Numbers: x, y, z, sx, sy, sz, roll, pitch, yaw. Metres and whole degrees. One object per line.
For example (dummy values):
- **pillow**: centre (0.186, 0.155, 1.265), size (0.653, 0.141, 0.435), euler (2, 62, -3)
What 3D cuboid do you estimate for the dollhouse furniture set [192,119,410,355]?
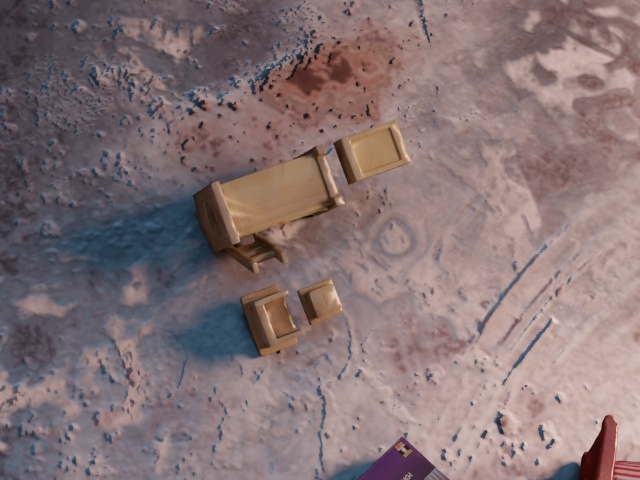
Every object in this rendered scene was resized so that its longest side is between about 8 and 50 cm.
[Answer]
- **dollhouse furniture set**: centre (0.000, 0.000, 1.724), size (0.182, 0.101, 0.161), euler (-19, 90, -15)

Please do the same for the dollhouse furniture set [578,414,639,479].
- **dollhouse furniture set**: centre (0.325, 0.202, 1.467), size (0.201, 0.374, 0.152), euler (12, 66, 0)

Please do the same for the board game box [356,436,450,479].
- **board game box**: centre (0.061, 0.272, 1.588), size (0.141, 0.048, 0.170), euler (41, 66, 15)
